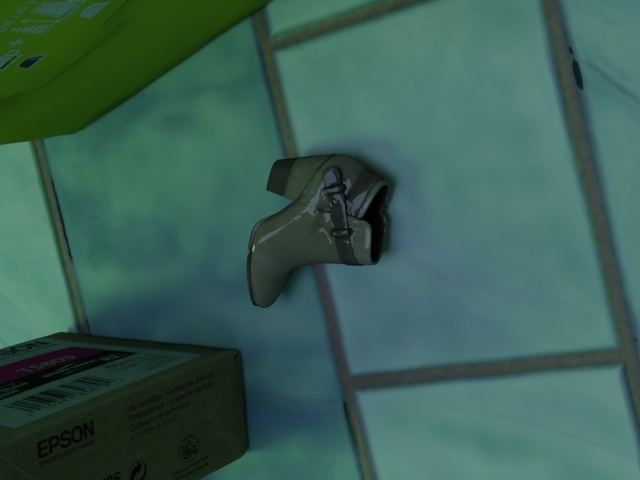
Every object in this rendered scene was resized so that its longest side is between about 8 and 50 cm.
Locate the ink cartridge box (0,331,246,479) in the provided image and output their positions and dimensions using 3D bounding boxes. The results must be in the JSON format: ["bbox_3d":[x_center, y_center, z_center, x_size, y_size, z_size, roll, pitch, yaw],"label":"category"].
[{"bbox_3d":[-0.198,0.135,0.767,0.193,0.235,0.088,3,101,33],"label":"ink cartridge box"}]

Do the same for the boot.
[{"bbox_3d":[0.000,0.000,0.721,0.087,0.042,0.118,18,110,28],"label":"boot"}]

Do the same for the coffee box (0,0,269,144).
[{"bbox_3d":[-0.234,-0.254,0.644,0.338,0.338,0.334,-26,85,37],"label":"coffee box"}]
